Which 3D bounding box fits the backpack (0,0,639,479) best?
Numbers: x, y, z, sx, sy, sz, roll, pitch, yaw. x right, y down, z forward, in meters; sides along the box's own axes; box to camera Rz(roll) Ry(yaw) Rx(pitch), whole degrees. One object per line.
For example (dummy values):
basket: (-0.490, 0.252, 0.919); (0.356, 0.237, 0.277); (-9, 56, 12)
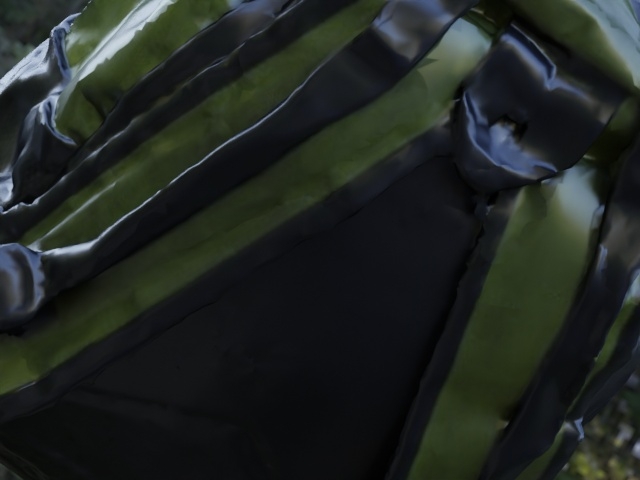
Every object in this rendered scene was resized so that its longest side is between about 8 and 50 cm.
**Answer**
backpack: (0.000, 0.000, 0.497); (0.207, 0.140, 0.253); (33, -58, -17)
